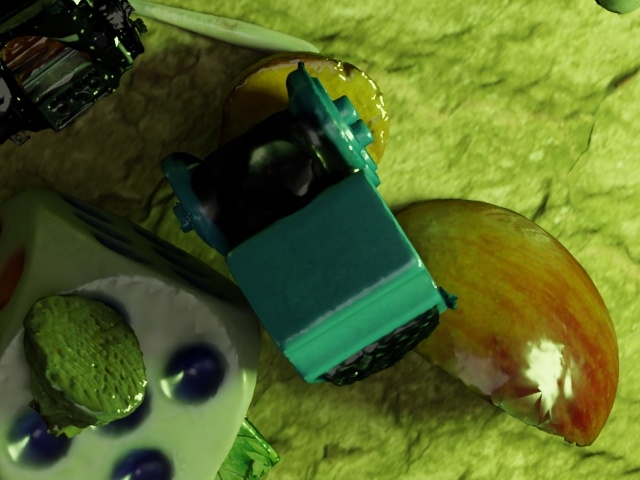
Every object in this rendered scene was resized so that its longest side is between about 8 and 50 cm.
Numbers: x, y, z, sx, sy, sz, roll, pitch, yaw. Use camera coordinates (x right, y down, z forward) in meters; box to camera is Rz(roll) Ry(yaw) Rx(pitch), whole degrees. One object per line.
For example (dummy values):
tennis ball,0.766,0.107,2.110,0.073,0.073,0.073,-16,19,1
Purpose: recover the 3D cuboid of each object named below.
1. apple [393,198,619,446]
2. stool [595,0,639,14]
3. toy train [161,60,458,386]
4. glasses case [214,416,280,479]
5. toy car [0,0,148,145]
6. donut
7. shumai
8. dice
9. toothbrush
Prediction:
apple,0.202,0.094,1.606,0.346,0.179,0.254,30,58,-23
stool,0.341,-0.351,1.538,0.153,0.139,0.228,-15,106,-12
toy train,0.000,0.000,1.375,0.188,0.300,0.265,-33,82,3
glasses case,-0.177,0.279,1.580,0.272,0.062,0.095,-40,118,-4
toy car,-0.284,-0.226,1.335,0.193,0.118,0.301,-28,132,0
donut,-0.022,-0.118,1.519,0.178,0.065,0.162,4,114,-20
shumai,-0.205,0.112,1.248,0.099,0.124,0.087,-2,144,-37
dice,-0.222,0.111,1.414,0.243,0.259,0.251,27,94,-24
toothbrush,-0.140,-0.219,1.474,0.307,0.029,0.025,12,96,-21
